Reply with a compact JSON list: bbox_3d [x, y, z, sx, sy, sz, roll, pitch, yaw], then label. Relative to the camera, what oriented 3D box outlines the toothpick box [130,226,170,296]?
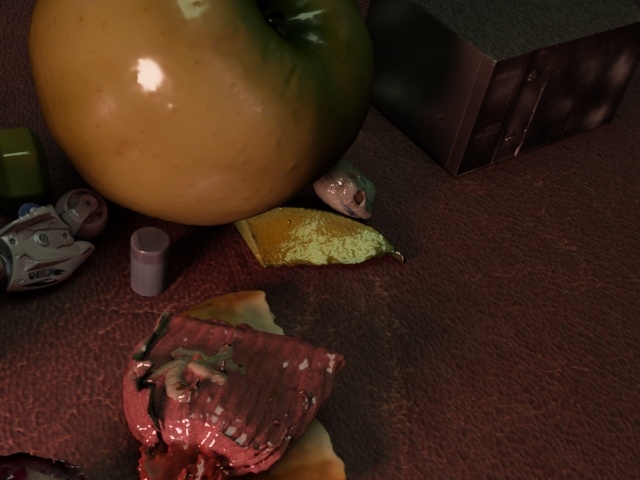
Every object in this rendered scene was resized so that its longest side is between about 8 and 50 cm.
[{"bbox_3d":[-0.228,0.029,1.161,0.052,0.083,0.052,7,42,-6],"label":"toothpick box"}]

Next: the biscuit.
[{"bbox_3d":[-0.107,0.190,1.048,0.204,0.040,0.309,-8,46,-22],"label":"biscuit"}]

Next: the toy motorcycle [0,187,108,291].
[{"bbox_3d":[-0.377,0.014,1.145,0.112,0.112,0.254,32,44,21],"label":"toy motorcycle"}]

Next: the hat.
[{"bbox_3d":[-0.116,0.178,0.949,0.236,0.107,0.286,10,36,13],"label":"hat"}]

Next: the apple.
[{"bbox_3d":[-0.168,-0.236,1.176,0.473,0.474,0.474,7,42,-6],"label":"apple"}]

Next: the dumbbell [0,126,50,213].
[{"bbox_3d":[-0.529,-0.080,1.188,0.301,0.121,0.108,-11,76,-24],"label":"dumbbell"}]

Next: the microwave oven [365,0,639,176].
[{"bbox_3d":[0.327,-0.350,1.597,0.432,0.236,0.374,-21,51,-32],"label":"microwave oven"}]

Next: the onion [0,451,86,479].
[{"bbox_3d":[-0.288,0.305,0.803,0.173,0.135,0.198,29,23,-37],"label":"onion"}]

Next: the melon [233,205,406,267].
[{"bbox_3d":[0.001,0.001,1.276,0.261,0.053,0.114,7,50,-6],"label":"melon"}]

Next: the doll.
[{"bbox_3d":[0.037,-0.078,1.322,0.103,0.071,0.214,43,5,-12],"label":"doll"}]
